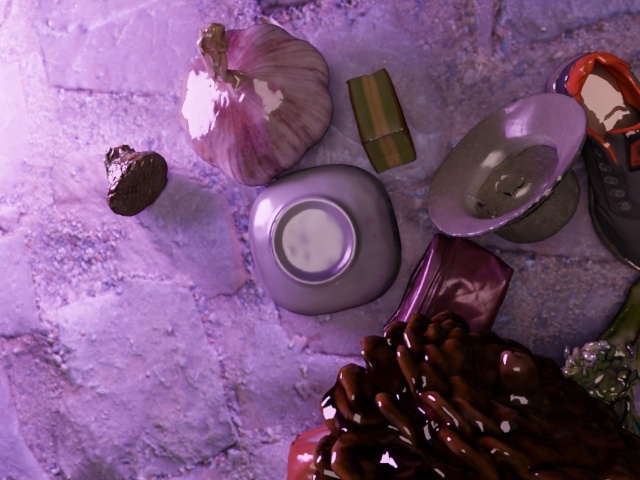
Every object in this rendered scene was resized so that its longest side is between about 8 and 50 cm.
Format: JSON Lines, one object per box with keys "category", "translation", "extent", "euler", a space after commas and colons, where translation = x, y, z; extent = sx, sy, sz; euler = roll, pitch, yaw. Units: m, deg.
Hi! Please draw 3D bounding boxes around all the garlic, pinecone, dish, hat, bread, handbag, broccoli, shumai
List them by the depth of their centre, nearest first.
{"category": "pinecone", "translation": [0.172, 0.284, 0.716], "extent": [0.398, 0.398, 0.397], "euler": [0, 91, 10]}
{"category": "broccoli", "translation": [0.390, 0.158, 0.904], "extent": [0.177, 0.198, 0.275], "euler": [19, 87, 54]}
{"category": "hat", "translation": [0.289, -0.071, 0.926], "extent": [0.257, 0.257, 0.130], "euler": [-45, 115, 8]}
{"category": "garlic", "translation": [-0.112, -0.225, 0.955], "extent": [0.245, 0.253, 0.245], "euler": [-4, 73, 15]}
{"category": "handbag", "translation": [0.177, 0.104, 0.958], "extent": [0.135, 0.146, 0.225], "euler": [23, 97, 6]}
{"category": "dish", "translation": [0.000, 0.000, 1.002], "extent": [0.256, 0.117, 0.256], "euler": [0, 91, 11]}
{"category": "bread", "translation": [0.095, -0.191, 1.035], "extent": [0.074, 0.084, 0.139], "euler": [-19, 57, 10]}
{"category": "shumai", "translation": [-0.319, -0.109, 1.077], "extent": [0.087, 0.099, 0.124], "euler": [39, 95, 24]}

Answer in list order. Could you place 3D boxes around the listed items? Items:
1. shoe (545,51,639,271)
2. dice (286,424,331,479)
{"category": "shoe", "translation": [0.426, -0.117, 0.895], "extent": [0.132, 0.171, 0.336], "euler": [-22, 86, 9]}
{"category": "dice", "translation": [0.049, 0.364, 0.972], "extent": [0.179, 0.175, 0.174], "euler": [-8, 90, 14]}
